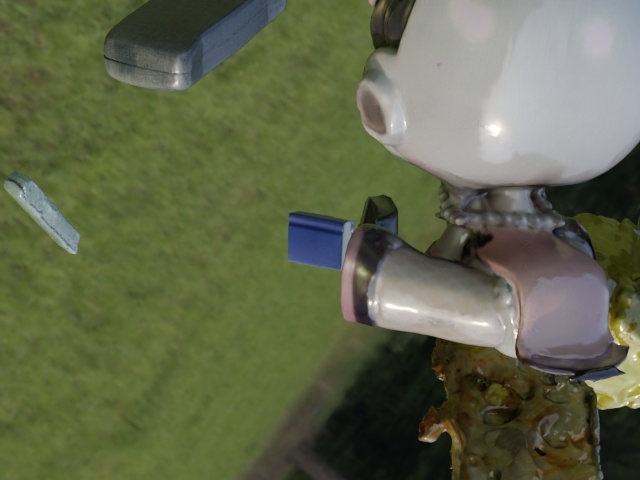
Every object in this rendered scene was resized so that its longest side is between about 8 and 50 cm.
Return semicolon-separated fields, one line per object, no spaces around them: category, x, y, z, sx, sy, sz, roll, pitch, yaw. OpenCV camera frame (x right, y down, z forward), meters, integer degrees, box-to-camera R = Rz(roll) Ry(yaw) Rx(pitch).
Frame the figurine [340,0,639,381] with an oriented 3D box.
figurine;0.160;-0.092;1.014;0.253;0.211;0.361;-8;102;-48

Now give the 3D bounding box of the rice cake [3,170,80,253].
rice cake;-0.323;-0.031;1.558;0.029;0.033;0.171;-56;157;-15

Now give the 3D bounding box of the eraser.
eraser;0.000;0.000;1.657;0.027;0.084;0.063;-13;109;-53

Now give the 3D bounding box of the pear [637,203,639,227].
pear;0.568;0.037;1.718;0.176;0.282;0.286;-42;-171;-26

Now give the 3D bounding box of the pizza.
pizza;0.194;0.176;1.376;0.071;0.189;0.297;75;10;-47

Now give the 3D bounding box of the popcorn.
popcorn;0.337;0.090;1.575;0.266;0.233;0.192;10;130;-44

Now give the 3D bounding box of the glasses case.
glasses case;-0.166;-0.299;1.818;0.323;0.131;0.074;-50;146;-51

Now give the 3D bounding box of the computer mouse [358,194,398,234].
computer mouse;0.081;-0.016;1.889;0.172;0.057;0.099;-79;-178;-77
